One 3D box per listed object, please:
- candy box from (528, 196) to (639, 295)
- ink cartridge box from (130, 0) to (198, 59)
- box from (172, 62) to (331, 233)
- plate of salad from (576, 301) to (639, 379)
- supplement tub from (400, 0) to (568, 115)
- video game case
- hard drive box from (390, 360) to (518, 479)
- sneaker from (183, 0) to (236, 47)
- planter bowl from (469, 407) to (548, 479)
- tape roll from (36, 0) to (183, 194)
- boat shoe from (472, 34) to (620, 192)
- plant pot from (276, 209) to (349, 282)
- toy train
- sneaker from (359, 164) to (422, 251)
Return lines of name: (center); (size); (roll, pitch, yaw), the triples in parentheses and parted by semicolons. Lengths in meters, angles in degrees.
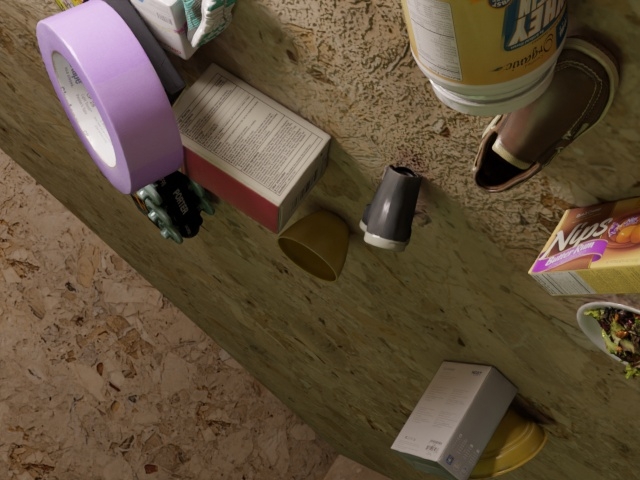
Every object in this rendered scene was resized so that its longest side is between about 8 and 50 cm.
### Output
candy box: (0.343, 0.007, 0.998); (0.053, 0.109, 0.187); (42, 160, -17)
ink cartridge box: (-0.223, -0.332, 1.226); (0.088, 0.052, 0.122); (31, 159, 16)
box: (-0.120, -0.144, 1.348); (0.232, 0.148, 0.127); (33, 160, 8)
plate of salad: (0.465, 0.158, 1.241); (0.200, 0.048, 0.200); (32, 161, 12)
supplement tub: (0.143, -0.220, 0.744); (0.144, 0.144, 0.199); (24, 158, 29)
video game case: (-0.319, -0.317, 1.318); (0.275, 0.035, 0.248); (55, 161, -7)
hard drive box: (0.279, 0.375, 1.777); (0.089, 0.232, 0.181); (41, 161, -18)
sneaker: (-0.160, -0.324, 1.153); (0.076, 0.065, 0.166); (52, 157, 1)
planter bowl: (0.370, 0.416, 1.825); (0.090, 0.217, 0.217); (64, 155, -7)
tape roll: (-0.310, -0.208, 1.247); (0.275, 0.090, 0.274); (47, 155, 30)
boat shoe: (0.232, -0.117, 0.910); (0.095, 0.095, 0.257); (34, 161, 5)
plant pot: (0.000, 0.000, 1.568); (0.134, 0.095, 0.134); (31, 161, 12)
toy train: (-0.347, -0.124, 1.809); (0.190, 0.142, 0.334); (38, 163, 22)
sneaker: (0.116, -0.057, 1.295); (0.083, 0.118, 0.222); (17, -171, -2)
